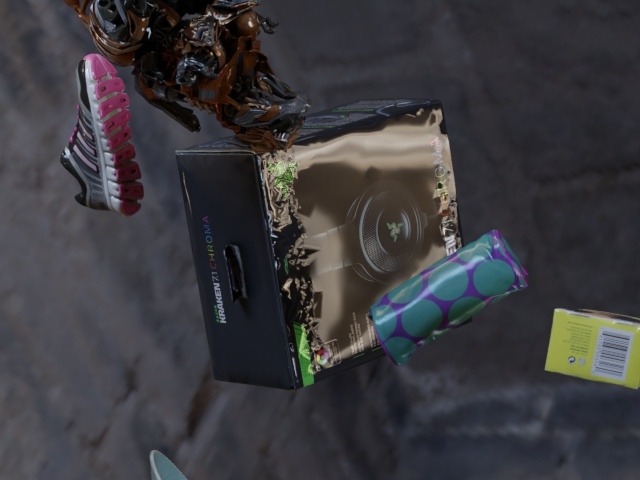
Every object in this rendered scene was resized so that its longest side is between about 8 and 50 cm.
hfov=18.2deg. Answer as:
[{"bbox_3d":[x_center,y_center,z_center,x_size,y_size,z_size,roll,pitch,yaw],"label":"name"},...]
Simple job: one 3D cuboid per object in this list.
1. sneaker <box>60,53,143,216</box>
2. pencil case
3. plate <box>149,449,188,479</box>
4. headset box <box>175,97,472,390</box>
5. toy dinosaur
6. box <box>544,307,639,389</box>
[{"bbox_3d":[-0.235,-0.105,2.044,0.075,0.063,0.170,-3,105,26],"label":"sneaker"},{"bbox_3d":[0.120,0.054,1.883,0.152,0.064,0.070,-32,143,6],"label":"pencil case"},{"bbox_3d":[-0.104,0.269,1.767,0.024,0.188,0.188,-34,113,1],"label":"plate"},{"bbox_3d":[0.000,0.000,2.036,0.131,0.283,0.246,3,105,48],"label":"headset box"},{"bbox_3d":[-0.144,-0.207,1.753,0.322,0.164,0.218,23,135,-7],"label":"toy dinosaur"},{"bbox_3d":[0.260,0.095,1.784,0.087,0.232,0.058,11,90,13],"label":"box"}]
